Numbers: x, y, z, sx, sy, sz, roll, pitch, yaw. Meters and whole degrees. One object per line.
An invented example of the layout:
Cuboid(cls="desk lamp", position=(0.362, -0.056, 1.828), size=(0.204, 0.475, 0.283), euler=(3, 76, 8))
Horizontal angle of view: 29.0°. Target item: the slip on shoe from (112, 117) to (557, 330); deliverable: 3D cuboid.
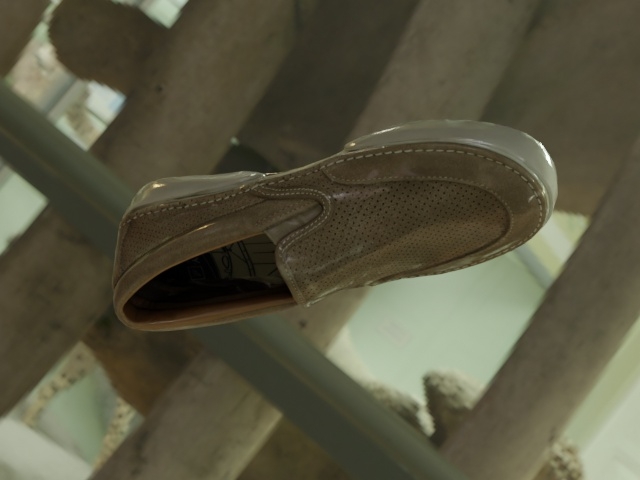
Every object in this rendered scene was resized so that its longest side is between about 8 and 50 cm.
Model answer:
Cuboid(cls="slip on shoe", position=(0.000, 0.000, 0.355), size=(0.135, 0.041, 0.051), euler=(-5, -47, 21))
